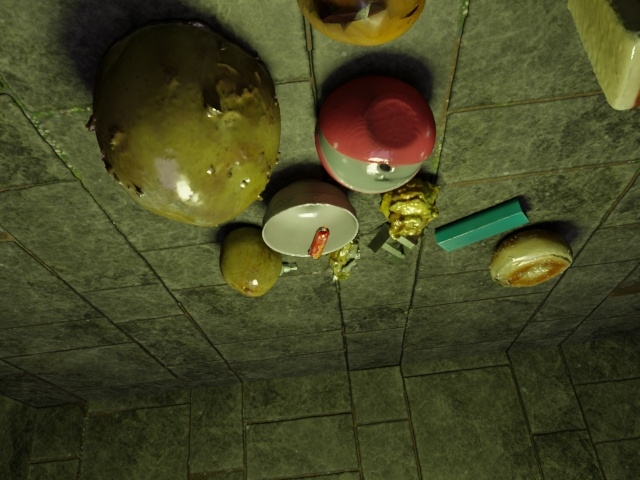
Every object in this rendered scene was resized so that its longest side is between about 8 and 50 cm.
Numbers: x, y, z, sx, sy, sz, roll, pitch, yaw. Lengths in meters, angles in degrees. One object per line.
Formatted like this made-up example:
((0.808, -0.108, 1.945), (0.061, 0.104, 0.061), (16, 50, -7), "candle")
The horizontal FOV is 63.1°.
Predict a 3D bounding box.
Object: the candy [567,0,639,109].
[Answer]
((0.554, -0.415, 0.937), (0.135, 0.320, 0.179), (-11, 154, 14), "candy")

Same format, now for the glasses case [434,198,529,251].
((0.556, -0.051, 1.811), (0.301, 0.070, 0.117), (-24, 152, 25), "glasses case")

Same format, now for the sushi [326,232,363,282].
((0.086, 0.053, 1.828), (0.131, 0.139, 0.291), (-7, 149, -14), "sushi")

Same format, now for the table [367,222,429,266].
((0.273, -0.009, 1.817), (0.146, 0.062, 0.175), (29, 103, -45), "table")

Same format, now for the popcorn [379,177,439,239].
((0.274, -0.101, 1.584), (0.198, 0.155, 0.197), (-12, 142, -9), "popcorn")

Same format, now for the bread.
((0.778, 0.064, 1.956), (0.306, 0.158, 0.305), (-8, 151, -4), "bread")

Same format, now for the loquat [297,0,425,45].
((0.067, -0.445, 0.877), (0.235, 0.234, 0.235), (-5, 150, -3), "loquat")

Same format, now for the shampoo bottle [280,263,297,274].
((-0.183, 0.106, 1.942), (0.195, 0.056, 0.056), (-1, 149, -9), "shampoo bottle")

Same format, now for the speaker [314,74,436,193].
((0.130, -0.250, 1.275), (0.295, 0.294, 0.294), (-5, 150, -3), "speaker")

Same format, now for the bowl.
((-0.035, -0.082, 1.561), (0.287, 0.143, 0.287), (-5, 150, -3), "bowl")

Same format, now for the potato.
((-0.275, -0.205, 1.147), (0.386, 0.319, 0.442), (-21, 150, 25), "potato")

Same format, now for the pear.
((-0.231, 0.077, 1.727), (0.188, 0.211, 0.229), (-24, 145, 31), "pear")

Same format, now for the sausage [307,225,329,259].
((0.000, 0.000, 1.525), (0.050, 0.048, 0.145), (-3, 147, -17), "sausage")
